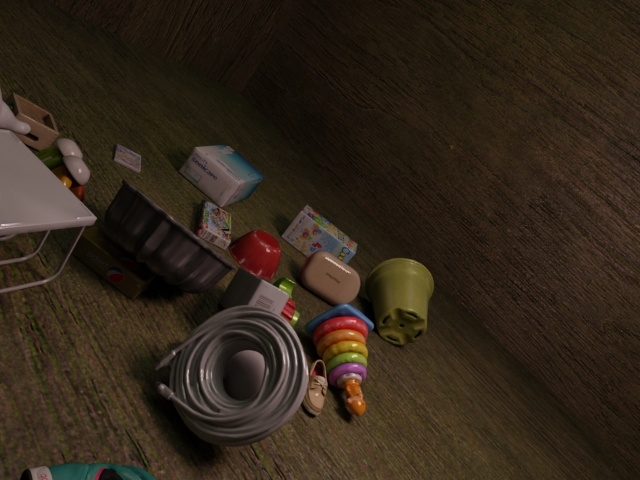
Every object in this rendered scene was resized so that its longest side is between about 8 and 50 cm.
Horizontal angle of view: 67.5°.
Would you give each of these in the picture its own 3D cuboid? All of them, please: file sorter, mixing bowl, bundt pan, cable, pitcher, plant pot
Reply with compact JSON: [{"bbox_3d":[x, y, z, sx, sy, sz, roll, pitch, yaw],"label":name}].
[{"bbox_3d":[-0.607,-0.059,0.872,0.278,0.173,0.193,42,19,11],"label":"file sorter"},{"bbox_3d":[-0.198,0.031,1.585,0.181,0.098,0.181,35,19,-14],"label":"mixing bowl"},{"bbox_3d":[-0.366,0.009,1.132,0.331,0.124,0.331,37,-8,6],"label":"bundt pan"},{"bbox_3d":[-0.150,0.251,0.898,0.257,0.257,0.089,40,-15,25],"label":"cable"},{"bbox_3d":[-0.182,0.269,1.012,0.178,0.125,0.207,14,20,-40],"label":"pitcher"},{"bbox_3d":[0.305,0.250,1.837,0.276,0.276,0.253,35,30,-14],"label":"plant pot"}]

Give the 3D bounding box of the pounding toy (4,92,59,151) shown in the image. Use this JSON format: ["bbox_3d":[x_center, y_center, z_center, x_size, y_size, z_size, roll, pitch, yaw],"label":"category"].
[{"bbox_3d":[-0.802,-0.316,1.273,0.130,0.100,0.141,52,11,34],"label":"pounding toy"}]

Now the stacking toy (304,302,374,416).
[{"bbox_3d":[0.072,0.343,1.315,0.175,0.166,0.301,40,25,-38],"label":"stacking toy"}]

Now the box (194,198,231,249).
[{"bbox_3d":[-0.354,-0.055,1.587,0.114,0.036,0.207,31,20,-24],"label":"box"}]

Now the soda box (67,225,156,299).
[{"bbox_3d":[-0.466,0.049,1.074,0.181,0.058,0.061,38,17,-3],"label":"soda box"}]

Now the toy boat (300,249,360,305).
[{"bbox_3d":[0.028,0.140,1.750,0.231,0.150,0.151,35,-11,-14],"label":"toy boat"}]

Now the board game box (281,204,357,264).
[{"bbox_3d":[0.000,0.000,1.977,0.275,0.144,0.142,39,17,-3],"label":"board game box"}]

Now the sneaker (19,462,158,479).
[{"bbox_3d":[-0.245,0.396,0.577,0.179,0.123,0.295,6,34,-44],"label":"sneaker"}]

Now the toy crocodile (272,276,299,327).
[{"bbox_3d":[-0.116,0.213,1.289,0.115,0.105,0.340,36,18,-9],"label":"toy crocodile"}]

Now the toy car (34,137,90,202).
[{"bbox_3d":[-0.622,-0.141,1.133,0.182,0.159,0.136,51,-13,34],"label":"toy car"}]

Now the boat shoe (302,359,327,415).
[{"bbox_3d":[-0.012,0.362,1.204,0.063,0.059,0.170,33,18,-17],"label":"boat shoe"}]

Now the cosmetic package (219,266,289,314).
[{"bbox_3d":[-0.170,0.146,1.188,0.086,0.117,0.231,32,-6,-20],"label":"cosmetic package"}]

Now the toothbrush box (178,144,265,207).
[{"bbox_3d":[-0.381,-0.263,1.894,0.216,0.126,0.295,40,17,1],"label":"toothbrush box"}]

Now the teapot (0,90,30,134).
[{"bbox_3d":[-0.820,-0.296,1.019,0.256,0.252,0.187,55,-27,-14],"label":"teapot"}]

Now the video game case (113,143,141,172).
[{"bbox_3d":[-0.642,-0.274,1.595,0.087,0.011,0.122,27,21,-32],"label":"video game case"}]
